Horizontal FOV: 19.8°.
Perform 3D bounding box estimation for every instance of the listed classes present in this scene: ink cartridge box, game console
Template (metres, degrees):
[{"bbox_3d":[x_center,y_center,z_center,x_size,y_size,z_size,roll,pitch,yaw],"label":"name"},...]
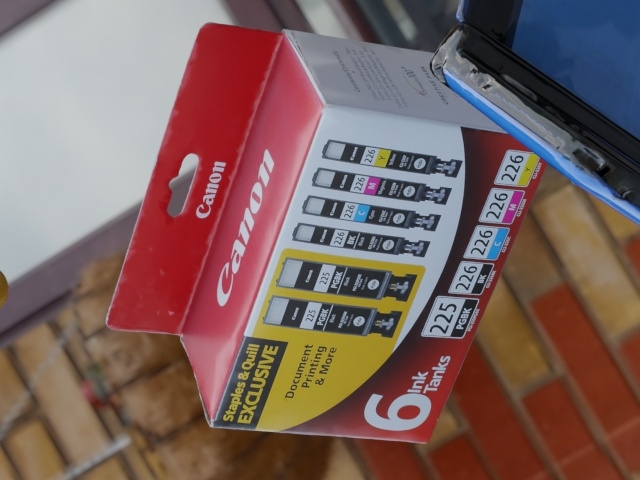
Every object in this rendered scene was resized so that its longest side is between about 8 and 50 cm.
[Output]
[{"bbox_3d":[0.000,0.000,1.474,0.272,0.309,0.130,6,-149,-23],"label":"ink cartridge box"},{"bbox_3d":[0.230,-0.100,1.172,0.293,0.173,0.250,28,-170,-37],"label":"game console"}]

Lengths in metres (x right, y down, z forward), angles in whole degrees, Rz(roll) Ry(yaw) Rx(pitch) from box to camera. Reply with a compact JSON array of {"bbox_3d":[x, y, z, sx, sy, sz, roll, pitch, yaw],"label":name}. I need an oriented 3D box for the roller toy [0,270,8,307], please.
[{"bbox_3d":[-0.361,0.082,1.491,0.191,0.209,0.146,-106,18,-61],"label":"roller toy"}]
